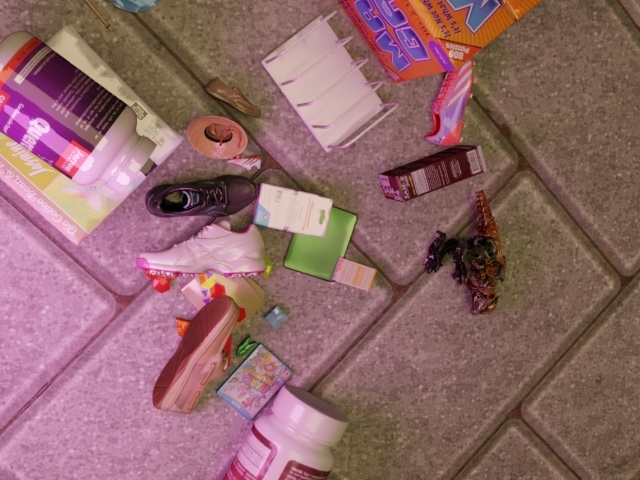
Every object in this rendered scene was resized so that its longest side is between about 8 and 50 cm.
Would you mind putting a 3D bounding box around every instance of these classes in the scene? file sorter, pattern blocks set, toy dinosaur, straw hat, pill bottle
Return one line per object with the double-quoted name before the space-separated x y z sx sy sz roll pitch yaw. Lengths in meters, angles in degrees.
"file sorter" 0.028 -0.374 1.753 0.193 0.173 0.277 -39 106 -8
"pattern blocks set" -0.242 0.130 1.815 0.285 0.026 0.324 -33 105 -9
"toy dinosaur" 0.406 0.038 1.954 0.219 0.164 0.321 -5 80 -30
"straw hat" -0.238 -0.261 1.745 0.145 0.144 0.061 24 49 -18
"pill bottle" -0.104 0.569 1.810 0.224 0.224 0.392 30 89 -18
"pill bottle" -0.478 -0.229 1.389 0.323 0.181 0.181 37 86 -17

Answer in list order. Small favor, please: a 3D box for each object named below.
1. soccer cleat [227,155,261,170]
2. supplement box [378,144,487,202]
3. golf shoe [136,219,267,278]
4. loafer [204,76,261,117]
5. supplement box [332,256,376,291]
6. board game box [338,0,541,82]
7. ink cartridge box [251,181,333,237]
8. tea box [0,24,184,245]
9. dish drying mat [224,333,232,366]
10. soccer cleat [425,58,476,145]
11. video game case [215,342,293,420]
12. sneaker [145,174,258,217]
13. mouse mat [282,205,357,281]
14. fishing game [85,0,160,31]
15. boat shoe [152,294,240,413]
"soccer cleat" -0.184 -0.187 1.791 0.083 0.029 0.035 -5 94 -20
"supplement box" 0.284 -0.173 1.875 0.240 0.130 0.073 -20 103 -12
"golf shoe" -0.276 0.021 1.730 0.307 0.115 0.140 0 87 -23
"loafer" -0.201 -0.339 1.751 0.148 0.056 0.050 27 95 -18
"supplement box" 0.087 0.087 1.897 0.099 0.036 0.062 20 91 -23
"board game box" 0.269 -0.622 1.693 0.356 0.356 0.356 -40 105 -8
"ink cartridge box" -0.070 -0.074 1.816 0.180 0.060 0.104 12 93 -14
"tea box" -0.529 -0.220 1.586 0.329 0.220 0.323 44 85 -16
"dish drying mat" -0.236 0.270 1.817 0.032 0.008 0.083 3 97 -18
"soccer cleat" 0.334 -0.366 1.893 0.095 0.083 0.247 7 98 -12
"video game case" -0.167 0.359 1.873 0.119 0.015 0.166 44 84 -17
"sneaker" -0.273 -0.095 1.738 0.268 0.106 0.101 -11 99 -16
"mouse mat" 0.000 0.000 1.880 0.153 0.007 0.189 19 90 -18
"fishing game" -0.425 -0.613 1.660 0.264 0.041 0.189 -38 108 -9
"boat shoe" -0.276 0.274 1.758 0.110 0.121 0.341 26 113 -27
